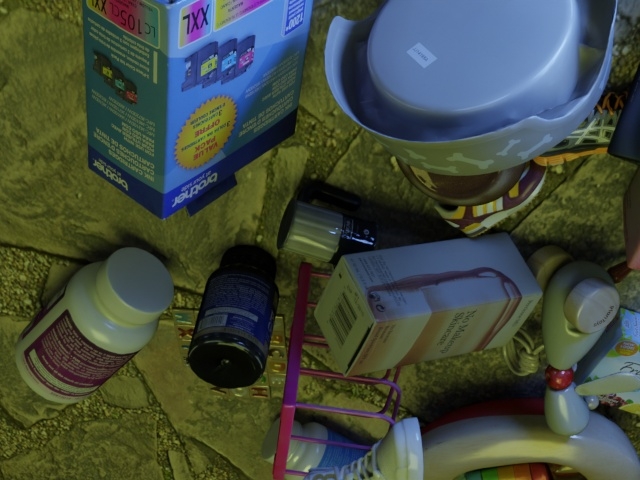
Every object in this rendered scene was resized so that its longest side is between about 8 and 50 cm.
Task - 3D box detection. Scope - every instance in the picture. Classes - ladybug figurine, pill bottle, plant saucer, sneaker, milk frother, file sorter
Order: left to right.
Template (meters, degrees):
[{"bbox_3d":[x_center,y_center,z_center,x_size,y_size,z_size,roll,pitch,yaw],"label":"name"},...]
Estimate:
[{"bbox_3d":[-0.374,0.139,1.966,0.169,0.169,0.301,32,132,-21],"label":"pill bottle"},{"bbox_3d":[-0.132,0.116,1.862,0.123,0.219,0.123,5,136,5],"label":"pill bottle"},{"bbox_3d":[0.000,0.000,1.788,0.135,0.129,0.143,17,129,-12],"label":"milk frother"},{"bbox_3d":[0.005,0.417,2.209,0.221,0.124,0.124,31,132,-21],"label":"pill bottle"},{"bbox_3d":[0.034,0.219,1.890,0.182,0.290,0.202,8,136,-2],"label":"file sorter"},{"bbox_3d":[0.059,0.365,1.759,0.169,0.108,0.292,3,138,-5],"label":"sneaker"},{"bbox_3d":[0.191,-0.129,1.647,0.199,0.036,0.198,10,123,16],"label":"plant saucer"},{"bbox_3d":[0.247,-0.075,1.710,0.084,0.069,0.185,31,130,-22],"label":"sneaker"},{"bbox_3d":[0.340,0.391,2.094,0.449,0.162,0.305,-8,133,17],"label":"ladybug figurine"},{"bbox_3d":[0.374,-0.166,1.589,0.215,0.084,0.083,-17,125,26],"label":"sneaker"}]

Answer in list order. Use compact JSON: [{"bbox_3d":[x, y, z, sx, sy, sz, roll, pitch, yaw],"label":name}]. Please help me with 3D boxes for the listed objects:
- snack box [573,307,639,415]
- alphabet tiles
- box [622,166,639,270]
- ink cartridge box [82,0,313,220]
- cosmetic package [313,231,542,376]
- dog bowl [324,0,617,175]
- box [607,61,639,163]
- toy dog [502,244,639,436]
[{"bbox_3d":[0.549,0.214,1.945,0.207,0.070,0.174,18,135,-9],"label":"snack box"},{"bbox_3d":[-0.156,0.208,2.110,0.198,0.009,0.237,3,135,7],"label":"alphabet tiles"},{"bbox_3d":[0.513,-0.076,1.604,0.127,0.148,0.232,12,135,-1],"label":"box"},{"bbox_3d":[-0.153,-0.213,1.487,0.151,0.270,0.395,36,141,22],"label":"ink cartridge box"},{"bbox_3d":[0.160,0.094,1.758,0.296,0.129,0.153,-9,144,-27],"label":"cosmetic package"},{"bbox_3d":[0.183,-0.227,1.391,0.349,0.348,0.102,-10,144,19],"label":"dog bowl"},{"bbox_3d":[0.490,-0.197,1.305,0.183,0.294,0.296,18,97,-8],"label":"box"},{"bbox_3d":[0.419,0.143,1.838,0.161,0.220,0.333,-18,145,-16],"label":"toy dog"}]
